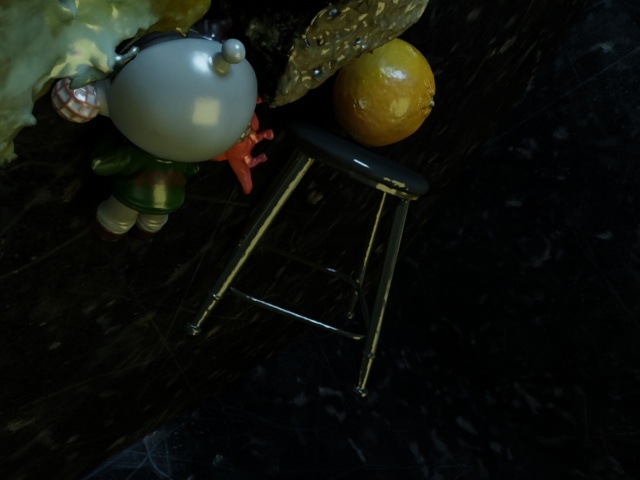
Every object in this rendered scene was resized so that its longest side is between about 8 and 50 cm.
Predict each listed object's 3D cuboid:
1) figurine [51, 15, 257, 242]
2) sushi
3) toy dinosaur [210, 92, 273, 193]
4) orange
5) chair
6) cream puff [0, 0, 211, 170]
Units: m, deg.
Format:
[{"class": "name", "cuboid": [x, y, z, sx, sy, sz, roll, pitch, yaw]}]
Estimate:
[{"class": "figurine", "cuboid": [-0.210, -0.139, 0.710, 0.281, 0.167, 0.370, -1, 141, -45]}, {"class": "sushi", "cuboid": [0.025, -0.346, 0.751, 0.350, 0.171, 0.211, -40, 163, -13]}, {"class": "toy dinosaur", "cuboid": [-0.169, -0.153, 0.940, 0.139, 0.070, 0.286, -22, 156, -28]}, {"class": "orange", "cuboid": [0.127, -0.295, 1.065, 0.219, 0.193, 0.219, -30, 140, -30]}, {"class": "chair", "cuboid": [0.000, 0.000, 1.079, 0.362, 0.365, 0.410, -92, -154, -72]}, {"class": "cream puff", "cuboid": [-0.228, -0.223, 0.306, 0.323, 0.270, 0.274, -46, -178, -22]}]
